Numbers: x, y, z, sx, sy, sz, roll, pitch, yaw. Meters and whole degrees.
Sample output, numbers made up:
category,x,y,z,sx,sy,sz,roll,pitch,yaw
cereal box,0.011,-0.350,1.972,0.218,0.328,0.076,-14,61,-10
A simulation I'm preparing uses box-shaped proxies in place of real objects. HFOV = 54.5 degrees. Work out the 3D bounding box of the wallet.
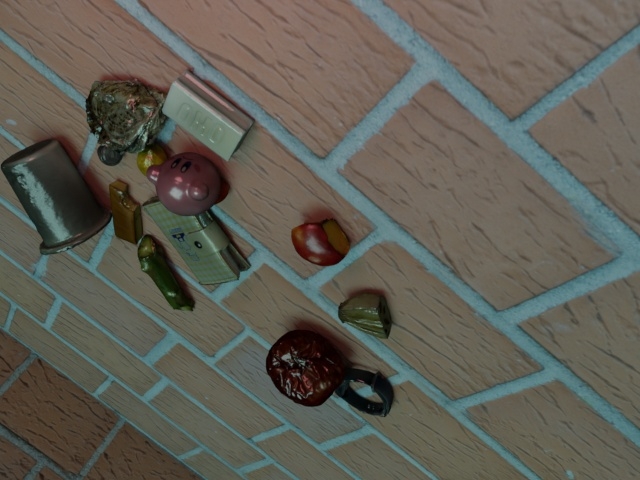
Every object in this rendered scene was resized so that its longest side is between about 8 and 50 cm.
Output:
category,x,y,z,sx,sy,sz,roll,pitch,yaw
wallet,-0.367,-0.005,1.830,0.223,0.077,0.310,-6,126,42

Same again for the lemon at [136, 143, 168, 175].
category,x,y,z,sx,sy,sz,roll,pitch,yaw
lemon,-0.447,-0.213,1.655,0.082,0.082,0.111,31,147,3

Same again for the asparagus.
category,x,y,z,sx,sy,sz,roll,pitch,yaw
asparagus,-0.510,0.134,2.057,0.082,0.085,0.343,-12,124,12

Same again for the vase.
category,x,y,z,sx,sy,sz,roll,pitch,yaw
vase,-0.806,-0.136,1.864,0.244,0.245,0.291,-1,125,35

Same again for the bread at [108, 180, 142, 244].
category,x,y,z,sx,sy,sz,roll,pitch,yaw
bread,-0.598,-0.085,1.914,0.088,0.049,0.226,26,139,9

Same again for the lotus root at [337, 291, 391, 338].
category,x,y,z,sx,sy,sz,roll,pitch,yaw
lotus root,0.120,0.194,1.702,0.144,0.070,0.143,9,141,21

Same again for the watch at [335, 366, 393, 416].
category,x,y,z,sx,sy,sz,roll,pitch,yaw
watch,0.143,0.481,1.986,0.192,0.068,0.206,21,143,9

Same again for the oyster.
category,x,y,z,sx,sy,sz,roll,pitch,yaw
oyster,-0.485,-0.314,1.572,0.267,0.112,0.199,22,119,25

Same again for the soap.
category,x,y,z,sx,sy,sz,roll,pitch,yaw
soap,-0.266,-0.292,1.464,0.198,0.067,0.119,37,139,-5

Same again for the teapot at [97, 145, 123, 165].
category,x,y,z,sx,sy,sz,roll,pitch,yaw
teapot,-0.595,-0.254,1.736,0.057,0.066,0.088,18,119,43

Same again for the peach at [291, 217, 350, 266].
category,x,y,z,sx,sy,sz,roll,pitch,yaw
peach,-0.003,0.007,1.569,0.151,0.151,0.119,-7,82,38

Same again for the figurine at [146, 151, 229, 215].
category,x,y,z,sx,sy,sz,roll,pitch,yaw
figurine,-0.341,-0.144,1.587,0.173,0.173,0.173,19,139,17

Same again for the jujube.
category,x,y,z,sx,sy,sz,roll,pitch,yaw
jujube,-0.045,0.387,1.906,0.232,0.213,0.213,41,143,15
